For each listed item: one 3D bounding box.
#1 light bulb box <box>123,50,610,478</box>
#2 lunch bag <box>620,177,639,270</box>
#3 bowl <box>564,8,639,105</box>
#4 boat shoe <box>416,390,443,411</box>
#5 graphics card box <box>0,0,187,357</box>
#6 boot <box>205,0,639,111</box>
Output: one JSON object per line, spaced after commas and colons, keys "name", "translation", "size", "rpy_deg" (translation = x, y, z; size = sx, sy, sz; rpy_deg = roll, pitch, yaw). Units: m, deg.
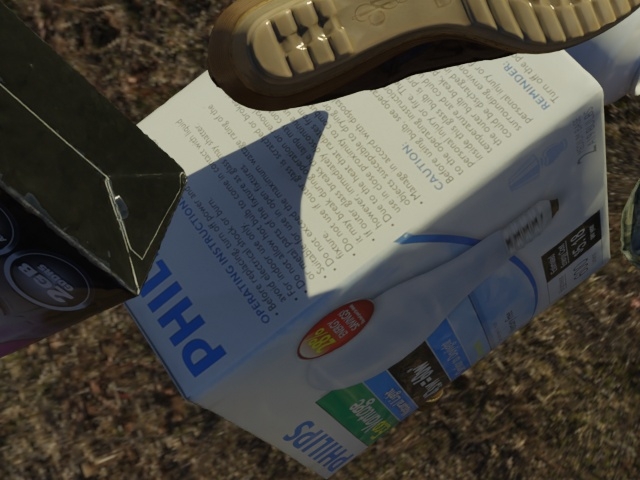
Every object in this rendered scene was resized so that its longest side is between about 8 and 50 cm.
{"name": "light bulb box", "translation": [0.037, -0.010, 0.888], "size": [0.361, 0.358, 0.225], "rpy_deg": [-38, 63, 0]}
{"name": "lunch bag", "translation": [0.445, -0.074, 1.015], "size": [0.169, 0.235, 0.287], "rpy_deg": [49, 122, 18]}
{"name": "bowl", "translation": [0.504, -0.331, 1.687], "size": [0.134, 0.298, 0.297], "rpy_deg": [36, 105, 21]}
{"name": "boat shoe", "translation": [0.100, 0.186, 1.852], "size": [0.307, 0.111, 0.104], "rpy_deg": [47, 136, 30]}
{"name": "graphics card box", "translation": [-0.280, -0.013, 0.554], "size": [0.371, 0.094, 0.233], "rpy_deg": [-24, 125, 34]}
{"name": "boot", "translation": [0.052, -0.138, 0.595], "size": [0.249, 0.207, 0.090], "rpy_deg": [-17, 100, -6]}
